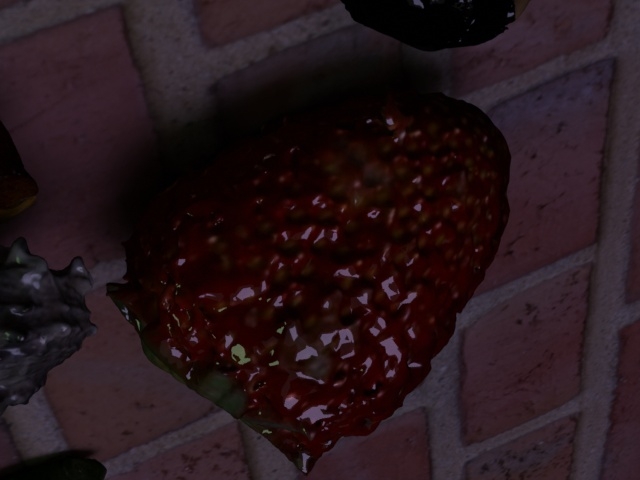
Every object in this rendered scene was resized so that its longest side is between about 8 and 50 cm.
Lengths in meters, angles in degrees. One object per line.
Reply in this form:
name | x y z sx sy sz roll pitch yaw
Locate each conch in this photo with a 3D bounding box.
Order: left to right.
conch | -0.291 0.084 1.324 0.240 0.186 0.313 -23 151 -32

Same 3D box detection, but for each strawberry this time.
strawberry | 0.000 0.000 1.405 0.343 0.292 0.292 -54 142 5

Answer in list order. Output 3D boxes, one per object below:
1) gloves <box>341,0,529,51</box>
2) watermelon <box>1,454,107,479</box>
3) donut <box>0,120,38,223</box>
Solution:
gloves | 0.115 -0.202 1.333 0.180 0.106 0.129 2 133 -32
watermelon | -0.352 0.331 1.713 0.301 0.123 0.129 -40 166 20
donut | -0.306 -0.044 1.231 0.184 0.073 0.166 -14 170 -20
